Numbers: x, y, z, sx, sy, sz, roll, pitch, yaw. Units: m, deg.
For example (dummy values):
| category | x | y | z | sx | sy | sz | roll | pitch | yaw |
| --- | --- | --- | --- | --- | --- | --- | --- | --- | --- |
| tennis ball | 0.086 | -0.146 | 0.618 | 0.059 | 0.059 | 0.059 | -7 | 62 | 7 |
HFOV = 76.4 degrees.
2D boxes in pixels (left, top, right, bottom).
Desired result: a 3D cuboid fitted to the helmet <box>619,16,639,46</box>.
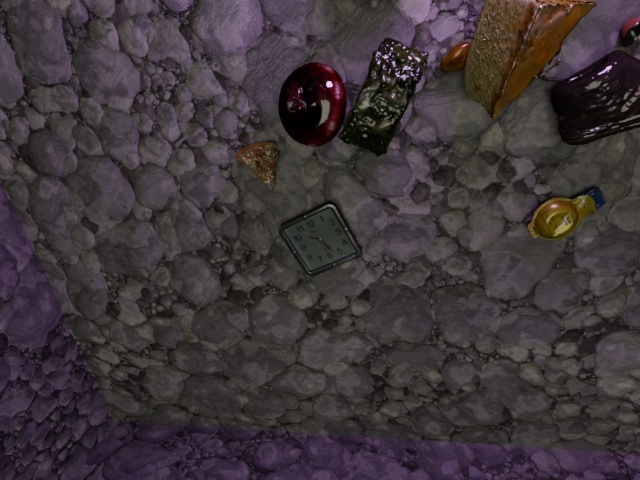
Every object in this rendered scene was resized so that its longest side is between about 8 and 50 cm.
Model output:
| category | x | y | z | sx | sy | sz | roll | pitch | yaw |
| --- | --- | --- | --- | --- | --- | --- | --- | --- | --- |
| helmet | 0.931 | -0.634 | 1.224 | 0.065 | 0.049 | 0.084 | -17 | 148 | -17 |

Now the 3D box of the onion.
| category | x | y | z | sx | sy | sz | roll | pitch | yaw |
| --- | --- | --- | --- | --- | --- | --- | --- | --- | --- |
| onion | -0.045 | -0.451 | 1.352 | 0.273 | 0.285 | 0.273 | 10 | 108 | 33 |

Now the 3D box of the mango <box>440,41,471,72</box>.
| category | x | y | z | sx | sy | sz | roll | pitch | yaw |
| --- | --- | --- | --- | --- | --- | --- | --- | --- | --- |
| mango | 0.445 | -0.591 | 1.316 | 0.114 | 0.060 | 0.080 | -26 | 127 | 18 |

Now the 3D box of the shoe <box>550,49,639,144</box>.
| category | x | y | z | sx | sy | sz | roll | pitch | yaw |
| --- | --- | --- | --- | --- | --- | --- | --- | --- | --- |
| shoe | 0.927 | -0.465 | 1.244 | 0.384 | 0.171 | 0.237 | -17 | 118 | 25 |

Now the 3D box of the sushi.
| category | x | y | z | sx | sy | sz | roll | pitch | yaw |
| --- | --- | --- | --- | --- | --- | --- | --- | --- | --- |
| sushi | 0.199 | -0.448 | 1.300 | 0.178 | 0.294 | 0.352 | 24 | 122 | 0 |

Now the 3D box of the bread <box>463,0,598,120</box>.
| category | x | y | z | sx | sy | sz | roll | pitch | yaw |
| --- | --- | --- | --- | --- | --- | --- | --- | --- | --- |
| bread | 0.600 | -0.572 | 1.201 | 0.279 | 0.248 | 0.315 | -20 | 140 | -15 |

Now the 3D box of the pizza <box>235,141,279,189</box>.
| category | x | y | z | sx | sy | sz | roll | pitch | yaw |
| --- | --- | --- | --- | --- | --- | --- | --- | --- | --- |
| pizza | -0.229 | -0.283 | 1.591 | 0.185 | 0.052 | 0.195 | -16 | 114 | 20 |

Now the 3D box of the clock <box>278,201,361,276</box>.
| category | x | y | z | sx | sy | sz | roll | pitch | yaw |
| --- | --- | --- | --- | --- | --- | --- | --- | --- | --- |
| clock | 0.000 | 0.000 | 1.704 | 0.273 | 0.049 | 0.279 | -24 | 112 | 19 |

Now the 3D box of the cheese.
| category | x | y | z | sx | sy | sz | roll | pitch | yaw |
| --- | --- | --- | --- | --- | --- | --- | --- | --- | --- |
| cheese | 0.907 | -0.095 | 1.501 | 0.270 | 0.069 | 0.177 | -31 | 110 | 19 |
